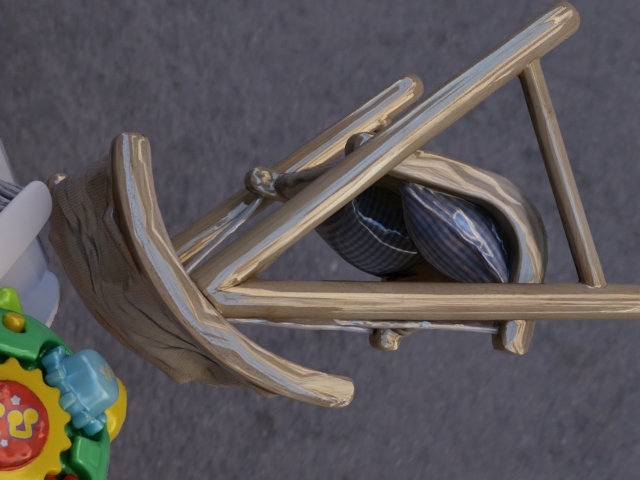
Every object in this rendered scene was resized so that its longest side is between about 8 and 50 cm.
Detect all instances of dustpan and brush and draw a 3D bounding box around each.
[{"bbox_3d":[-0.175,0.017,0.830,0.060,0.147,0.211,-1,35,22],"label":"dustpan and brush"}]

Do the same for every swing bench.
[{"bbox_3d":[0.000,0.000,0.906,0.255,0.253,0.165,-18,93,-16],"label":"swing bench"}]

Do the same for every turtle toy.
[{"bbox_3d":[-0.100,0.073,0.476,0.095,0.066,0.130,16,66,-21],"label":"turtle toy"}]
